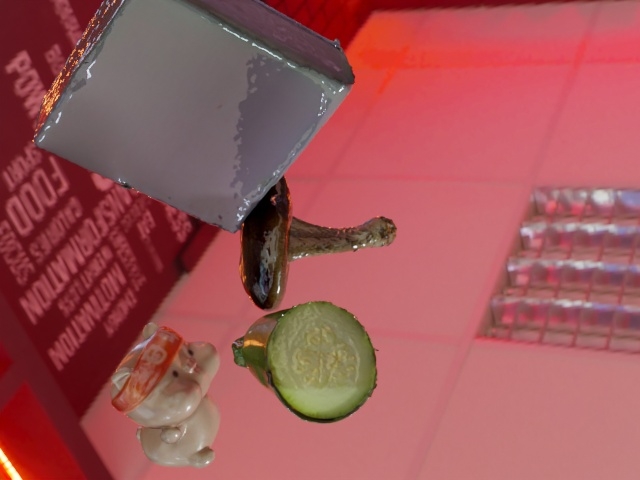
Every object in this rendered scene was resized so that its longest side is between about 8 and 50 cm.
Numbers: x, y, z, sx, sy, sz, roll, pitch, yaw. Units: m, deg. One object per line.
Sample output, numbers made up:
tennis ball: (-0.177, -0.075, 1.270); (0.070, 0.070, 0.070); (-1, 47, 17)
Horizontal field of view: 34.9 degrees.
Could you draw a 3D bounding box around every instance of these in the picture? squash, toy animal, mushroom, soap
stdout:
squash: (-0.032, 0.124, 1.220); (0.137, 0.137, 0.287); (-29, -169, -13)
toy animal: (-0.222, 0.224, 1.487); (0.171, 0.197, 0.171); (-13, -150, 8)
mushroom: (0.000, 0.000, 1.380); (0.217, 0.148, 0.227); (3, -133, -6)
soap: (-0.155, -0.173, 1.236); (0.285, 0.296, 0.107); (-45, -147, 32)
